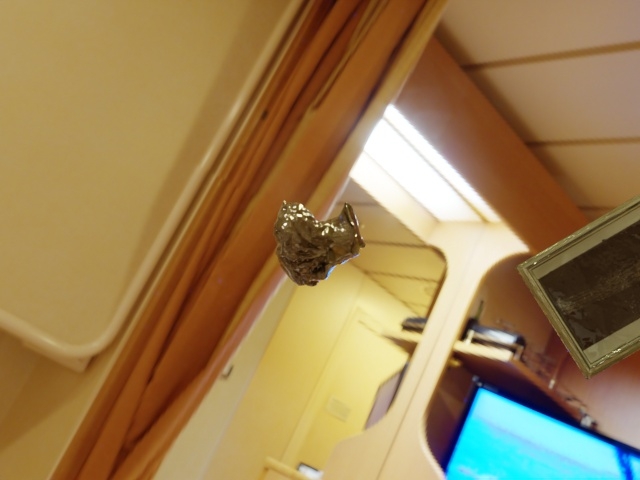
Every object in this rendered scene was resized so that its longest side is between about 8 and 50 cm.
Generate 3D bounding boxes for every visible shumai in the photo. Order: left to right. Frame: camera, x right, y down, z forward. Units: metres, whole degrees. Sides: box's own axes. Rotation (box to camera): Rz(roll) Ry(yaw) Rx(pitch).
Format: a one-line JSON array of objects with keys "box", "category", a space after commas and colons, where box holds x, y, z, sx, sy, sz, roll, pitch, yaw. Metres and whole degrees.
[{"box": [0.000, 0.000, 1.677, 0.175, 0.166, 0.206, -10, -33, 17], "category": "shumai"}]

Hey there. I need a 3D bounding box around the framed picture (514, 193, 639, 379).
[{"box": [0.522, 0.067, 1.351, 0.231, 0.293, 0.018, 59, 5, 12], "category": "framed picture"}]
